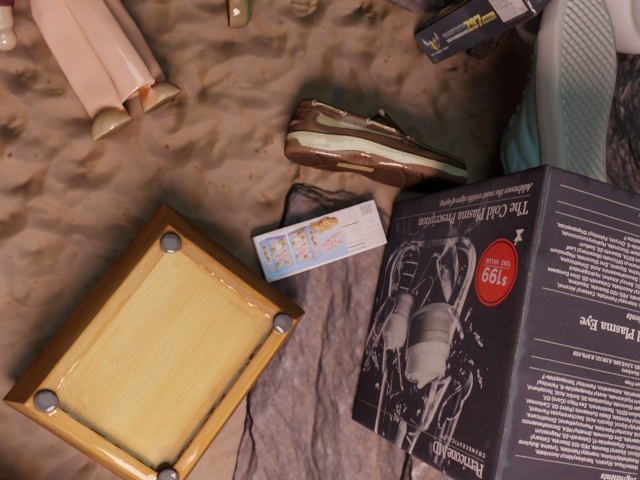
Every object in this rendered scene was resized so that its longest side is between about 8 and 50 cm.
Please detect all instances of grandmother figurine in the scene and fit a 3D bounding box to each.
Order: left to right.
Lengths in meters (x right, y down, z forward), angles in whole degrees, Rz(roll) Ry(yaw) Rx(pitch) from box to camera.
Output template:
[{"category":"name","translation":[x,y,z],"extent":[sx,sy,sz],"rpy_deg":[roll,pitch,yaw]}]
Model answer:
[{"category":"grandmother figurine","translation":[-0.296,-0.300,0.737],"extent":[0.208,0.104,0.342],"rpy_deg":[-37,104,-24]}]

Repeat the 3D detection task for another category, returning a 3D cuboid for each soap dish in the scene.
[{"category":"soap dish","translation":[-0.182,0.134,0.746],"extent":[0.229,0.118,0.291],"rpy_deg":[39,76,-11]}]

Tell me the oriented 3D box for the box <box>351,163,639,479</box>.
[{"category":"box","translation":[0.203,0.105,0.745],"extent":[0.179,0.343,0.312],"rpy_deg":[13,83,-17]}]

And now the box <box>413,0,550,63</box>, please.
[{"category":"box","translation":[0.250,-0.338,0.841],"extent":[0.183,0.233,0.059],"rpy_deg":[-45,106,-14]}]

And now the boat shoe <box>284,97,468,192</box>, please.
[{"category":"boat shoe","translation":[0.084,-0.134,0.855],"extent":[0.257,0.095,0.095],"rpy_deg":[12,78,-15]}]

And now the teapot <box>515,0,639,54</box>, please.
[{"category":"teapot","translation":[0.440,-0.401,0.935],"extent":[0.256,0.187,0.252],"rpy_deg":[-5,116,-33]}]

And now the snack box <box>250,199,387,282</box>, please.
[{"category":"snack box","translation":[0.000,0.000,0.857],"extent":[0.178,0.022,0.064],"rpy_deg":[-18,93,-17]}]

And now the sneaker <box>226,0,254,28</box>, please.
[{"category":"sneaker","translation":[-0.082,-0.373,0.830],"extent":[0.086,0.064,0.192],"rpy_deg":[-1,84,-12]}]

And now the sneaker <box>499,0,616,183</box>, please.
[{"category":"sneaker","translation":[0.305,-0.163,0.881],"extent":[0.135,0.150,0.366],"rpy_deg":[-4,99,-34]}]
